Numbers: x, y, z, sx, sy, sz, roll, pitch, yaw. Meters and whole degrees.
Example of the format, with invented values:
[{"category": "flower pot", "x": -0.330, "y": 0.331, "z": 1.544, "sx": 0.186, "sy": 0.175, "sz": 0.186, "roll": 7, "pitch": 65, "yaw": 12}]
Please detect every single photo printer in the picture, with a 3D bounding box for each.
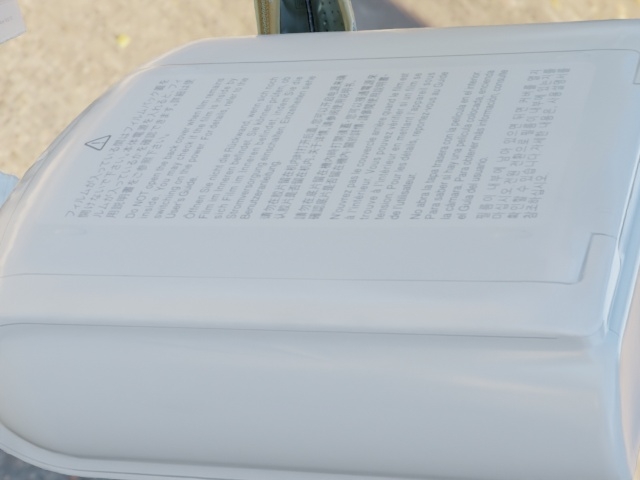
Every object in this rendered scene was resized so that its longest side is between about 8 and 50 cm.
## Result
[{"category": "photo printer", "x": 0.000, "y": 0.000, "z": 0.716, "sx": 0.256, "sy": 0.307, "sz": 0.107, "roll": -65, "pitch": 148, "yaw": -50}]

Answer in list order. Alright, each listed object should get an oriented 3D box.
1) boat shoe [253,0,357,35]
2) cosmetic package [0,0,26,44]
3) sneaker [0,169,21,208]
[{"category": "boat shoe", "x": -0.002, "y": -0.093, "z": 0.890, "sx": 0.072, "sy": 0.068, "sz": 0.190, "roll": -127, "pitch": -161, "yaw": -78}, {"category": "cosmetic package", "x": -0.430, "y": -0.327, "z": 1.413, "sx": 0.156, "sy": 0.217, "sz": 0.385, "roll": -89, "pitch": 160, "yaw": -77}, {"category": "sneaker", "x": -0.290, "y": 0.031, "z": 1.129, "sx": 0.094, "sy": 0.212, "sz": 0.080, "roll": 22, "pitch": 16, "yaw": -16}]
